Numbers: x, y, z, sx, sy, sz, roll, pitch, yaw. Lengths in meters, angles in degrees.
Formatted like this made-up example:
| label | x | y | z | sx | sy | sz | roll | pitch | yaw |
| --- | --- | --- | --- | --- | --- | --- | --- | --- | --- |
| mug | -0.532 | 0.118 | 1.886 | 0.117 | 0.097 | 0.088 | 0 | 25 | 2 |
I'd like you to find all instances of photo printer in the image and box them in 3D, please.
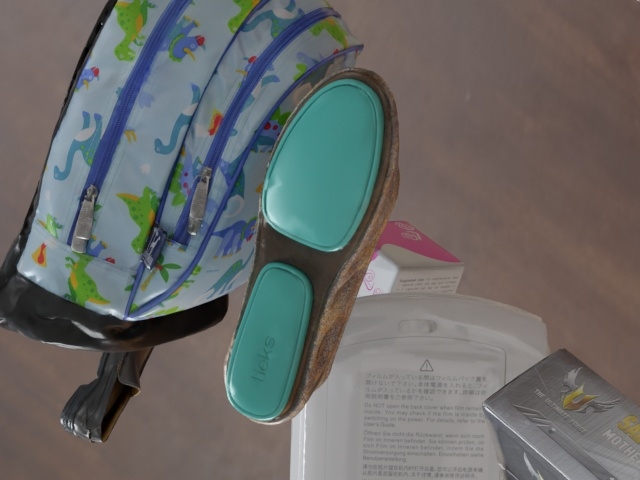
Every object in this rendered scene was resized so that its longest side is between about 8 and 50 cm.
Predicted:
| label | x | y | z | sx | sy | sz | roll | pitch | yaw |
| --- | --- | --- | --- | --- | --- | --- | --- | --- | --- |
| photo printer | 0.097 | 0.202 | 1.695 | 0.256 | 0.107 | 0.307 | 1 | 100 | 0 |

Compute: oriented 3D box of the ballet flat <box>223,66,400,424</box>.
| label | x | y | z | sx | sy | sz | roll | pitch | yaw |
| --- | --- | --- | --- | --- | --- | --- | --- | --- | --- |
| ballet flat | 0.000 | 0.000 | 1.417 | 0.107 | 0.106 | 0.316 | 30 | 113 | 21 |

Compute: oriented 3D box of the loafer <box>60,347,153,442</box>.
| label | x | y | z | sx | sy | sz | roll | pitch | yaw |
| --- | --- | --- | --- | --- | --- | --- | --- | --- | --- |
| loafer | -0.230 | 0.163 | 2.030 | 0.061 | 0.062 | 0.170 | 24 | 76 | 34 |

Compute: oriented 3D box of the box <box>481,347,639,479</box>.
| label | x | y | z | sx | sy | sz | roll | pitch | yaw |
| --- | --- | --- | --- | --- | --- | --- | --- | --- | --- |
| box | 0.181 | 0.182 | 0.838 | 0.056 | 0.231 | 0.183 | -31 | 130 | -16 |

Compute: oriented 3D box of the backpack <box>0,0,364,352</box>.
| label | x | y | z | sx | sy | sz | roll | pitch | yaw |
| --- | --- | --- | --- | --- | --- | --- | --- | --- | --- |
| backpack | -0.116 | -0.087 | 1.524 | 0.273 | 0.290 | 0.355 | 15 | 103 | 22 |

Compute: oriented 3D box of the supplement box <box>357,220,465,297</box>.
| label | x | y | z | sx | sy | sz | roll | pitch | yaw |
| --- | --- | --- | --- | --- | --- | --- | --- | --- | --- |
| supplement box | 0.057 | 0.098 | 1.950 | 0.111 | 0.114 | 0.220 | 39 | 120 | 41 |
